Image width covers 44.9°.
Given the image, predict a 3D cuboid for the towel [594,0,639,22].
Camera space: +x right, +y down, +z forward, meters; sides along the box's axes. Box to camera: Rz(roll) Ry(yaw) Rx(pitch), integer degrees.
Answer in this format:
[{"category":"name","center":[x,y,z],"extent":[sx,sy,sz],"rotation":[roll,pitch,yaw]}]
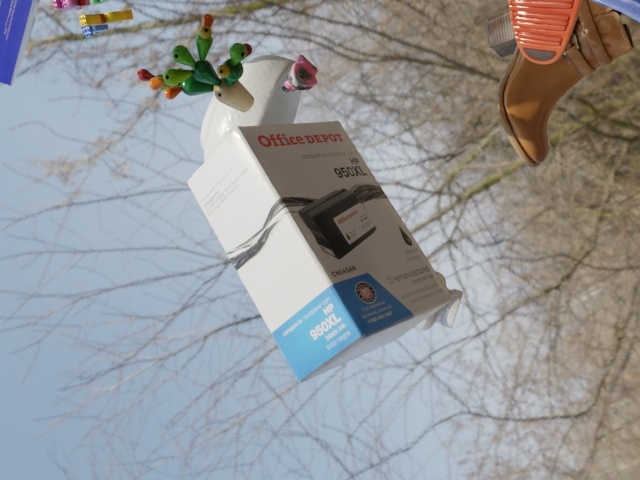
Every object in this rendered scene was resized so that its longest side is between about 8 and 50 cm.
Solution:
[{"category":"towel","center":[0.367,-0.301,0.787],"extent":[0.243,0.336,0.040],"rotation":[38,145,31]}]

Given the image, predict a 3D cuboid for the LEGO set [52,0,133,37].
[{"category":"LEGO set","center":[-0.448,-0.453,1.522],"extent":[0.093,0.227,0.087],"rotation":[-23,-75,-46]}]

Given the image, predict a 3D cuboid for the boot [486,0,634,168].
[{"category":"boot","center":[0.405,-0.277,1.274],"extent":[0.109,0.220,0.284],"rotation":[8,-107,-57]}]

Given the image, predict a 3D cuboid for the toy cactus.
[{"category":"toy cactus","center":[-0.187,-0.283,1.316],"extent":[0.180,0.219,0.112],"rotation":[32,-132,-45]}]

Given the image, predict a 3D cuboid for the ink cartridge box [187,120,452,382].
[{"category":"ink cartridge box","center":[0.000,0.000,1.313],"extent":[0.285,0.166,0.395],"rotation":[-14,-112,-51]}]

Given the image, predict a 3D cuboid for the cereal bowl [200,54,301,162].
[{"category":"cereal bowl","center":[-0.163,-0.250,1.683],"extent":[0.141,0.339,0.339],"rotation":[23,-160,6]}]

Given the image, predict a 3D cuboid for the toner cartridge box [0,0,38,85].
[{"category":"toner cartridge box","center":[-0.416,-0.402,1.080],"extent":[0.075,0.348,0.165],"rotation":[18,-135,-21]}]

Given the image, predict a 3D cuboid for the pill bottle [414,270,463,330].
[{"category":"pill bottle","center":[0.199,0.125,1.838],"extent":[0.264,0.146,0.146],"rotation":[17,-164,11]}]

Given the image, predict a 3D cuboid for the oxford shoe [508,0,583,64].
[{"category":"oxford shoe","center":[0.294,-0.352,0.935],"extent":[0.098,0.096,0.271],"rotation":[-30,-50,-43]}]

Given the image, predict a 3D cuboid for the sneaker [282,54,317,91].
[{"category":"sneaker","center":[-0.037,-0.246,1.194],"extent":[0.047,0.057,0.119],"rotation":[45,-160,-13]}]
